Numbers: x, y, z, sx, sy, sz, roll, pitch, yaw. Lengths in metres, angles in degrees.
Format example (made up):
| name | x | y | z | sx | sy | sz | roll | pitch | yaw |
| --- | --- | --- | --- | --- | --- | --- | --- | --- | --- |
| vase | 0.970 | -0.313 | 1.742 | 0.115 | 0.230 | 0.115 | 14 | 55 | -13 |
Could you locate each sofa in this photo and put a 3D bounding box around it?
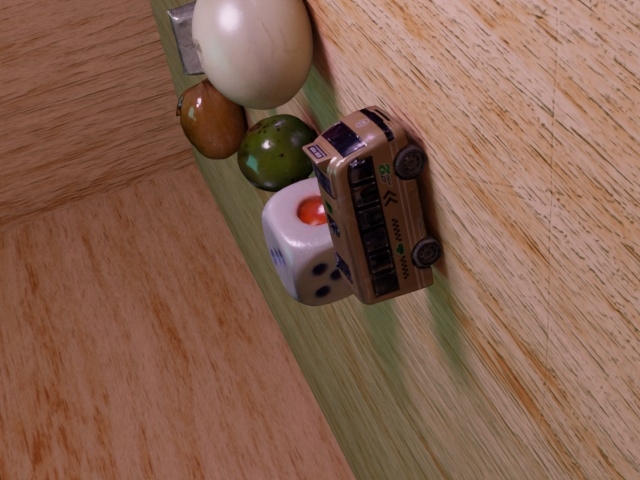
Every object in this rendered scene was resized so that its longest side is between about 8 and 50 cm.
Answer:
| name | x | y | z | sx | sy | sz | roll | pitch | yaw |
| --- | --- | --- | --- | --- | --- | --- | --- | --- | --- |
| sofa | -0.238 | -0.448 | 2.165 | 0.210 | 0.176 | 0.225 | 83 | 162 | -51 |

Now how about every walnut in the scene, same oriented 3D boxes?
| name | x | y | z | sx | sy | sz | roll | pitch | yaw |
| --- | --- | --- | --- | --- | --- | --- | --- | --- | --- |
| walnut | -0.318 | -0.370 | 2.683 | 0.298 | 0.203 | 0.203 | 88 | 158 | -56 |

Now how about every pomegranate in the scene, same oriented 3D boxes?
| name | x | y | z | sx | sy | sz | roll | pitch | yaw |
| --- | --- | --- | --- | --- | --- | --- | --- | --- | --- |
| pomegranate | -0.072 | -0.160 | 1.946 | 0.224 | 0.181 | 0.181 | 57 | 173 | -16 |

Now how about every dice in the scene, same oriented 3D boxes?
| name | x | y | z | sx | sy | sz | roll | pitch | yaw |
| --- | --- | --- | --- | --- | --- | --- | --- | --- | --- |
| dice | 0.000 | 0.000 | 1.804 | 0.191 | 0.194 | 0.193 | 81 | 162 | -50 |

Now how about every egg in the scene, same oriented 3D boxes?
| name | x | y | z | sx | sy | sz | roll | pitch | yaw |
| --- | --- | --- | --- | --- | --- | --- | --- | --- | --- |
| egg | -0.123 | -0.370 | 1.643 | 0.269 | 0.219 | 0.219 | 65 | 169 | 1 |

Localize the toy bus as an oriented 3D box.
| name | x | y | z | sx | sy | sz | roll | pitch | yaw |
| --- | --- | --- | --- | --- | --- | --- | --- | --- | --- |
| toy bus | 0.080 | -0.052 | 1.408 | 0.139 | 0.157 | 0.289 | -128 | 20 | -55 |
